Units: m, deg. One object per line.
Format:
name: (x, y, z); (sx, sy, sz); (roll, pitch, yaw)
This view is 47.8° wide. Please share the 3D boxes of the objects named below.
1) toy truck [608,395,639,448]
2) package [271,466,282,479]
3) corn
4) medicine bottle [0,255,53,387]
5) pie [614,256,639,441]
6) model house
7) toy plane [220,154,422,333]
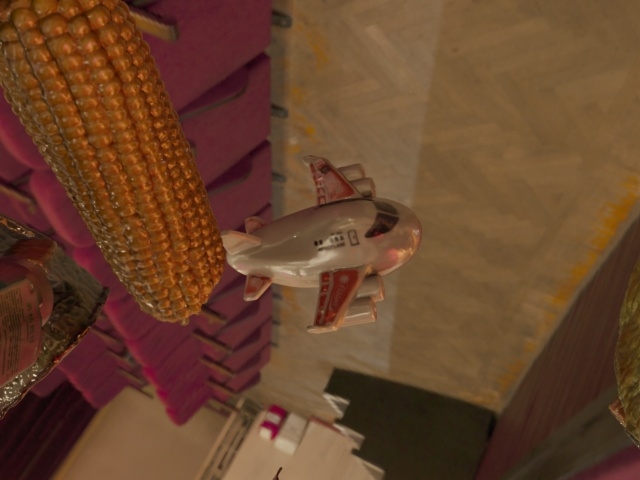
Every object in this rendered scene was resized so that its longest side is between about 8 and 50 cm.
toy truck: (0.456, 0.249, 0.769); (0.338, 0.133, 0.184); (41, -169, -37)
package: (-0.103, 0.346, 0.734); (0.030, 0.239, 0.154); (36, 174, -5)
corn: (-0.198, -0.088, 0.720); (0.144, 0.144, 0.387); (9, 135, 37)
medicine bottle: (-0.295, 0.067, 0.590); (0.119, 0.094, 0.188); (3, -170, 4)
pie: (0.334, 0.055, 0.605); (0.106, 0.257, 0.274); (12, 118, -9)
model house: (-0.607, 0.107, 1.230); (0.339, 0.360, 0.297); (47, -167, -15)
toy plane: (0.001, 0.002, 0.907); (0.252, 0.252, 0.118); (18, 157, 24)
